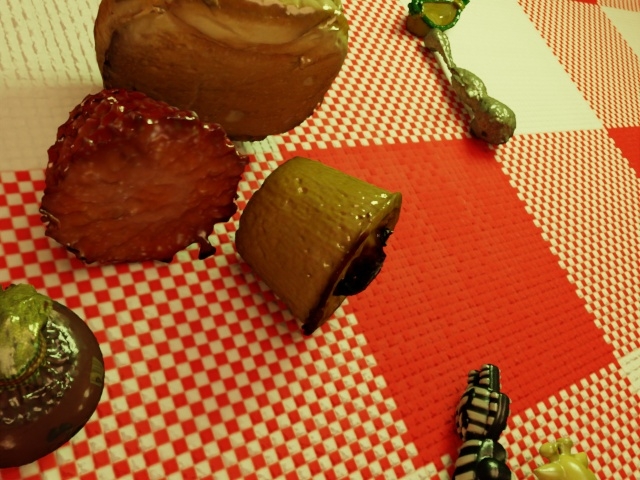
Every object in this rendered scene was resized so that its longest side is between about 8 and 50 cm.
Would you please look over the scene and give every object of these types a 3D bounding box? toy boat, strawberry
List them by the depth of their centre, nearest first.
[{"bbox_3d":[-0.209,-0.090,0.651,0.234,0.233,0.178,-9,52,-35],"label":"strawberry"},{"bbox_3d":[0.252,-0.507,1.262,0.230,0.088,0.088,-29,79,-40],"label":"toy boat"}]

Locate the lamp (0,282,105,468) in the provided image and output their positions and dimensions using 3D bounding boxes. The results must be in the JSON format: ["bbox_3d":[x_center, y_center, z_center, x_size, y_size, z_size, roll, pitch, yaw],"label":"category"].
[{"bbox_3d":[-0.275,0.119,0.510,0.157,0.135,0.156,38,49,-7],"label":"lamp"}]

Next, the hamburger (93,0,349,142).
[{"bbox_3d":[-0.129,-0.245,0.734,0.305,0.284,0.174,5,60,-24],"label":"hamburger"}]

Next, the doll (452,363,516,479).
[{"bbox_3d":[0.210,0.267,0.737,0.067,0.091,0.219,27,52,-14],"label":"doll"}]

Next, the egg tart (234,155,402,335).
[{"bbox_3d":[0.000,0.000,0.724,0.171,0.215,0.215,34,47,13],"label":"egg tart"}]

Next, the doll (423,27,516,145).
[{"bbox_3d":[0.301,-0.320,1.175,0.285,0.091,0.202,56,15,-3],"label":"doll"}]

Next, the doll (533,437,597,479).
[{"bbox_3d":[0.357,0.408,0.738,0.117,0.086,0.290,-3,65,-37],"label":"doll"}]
